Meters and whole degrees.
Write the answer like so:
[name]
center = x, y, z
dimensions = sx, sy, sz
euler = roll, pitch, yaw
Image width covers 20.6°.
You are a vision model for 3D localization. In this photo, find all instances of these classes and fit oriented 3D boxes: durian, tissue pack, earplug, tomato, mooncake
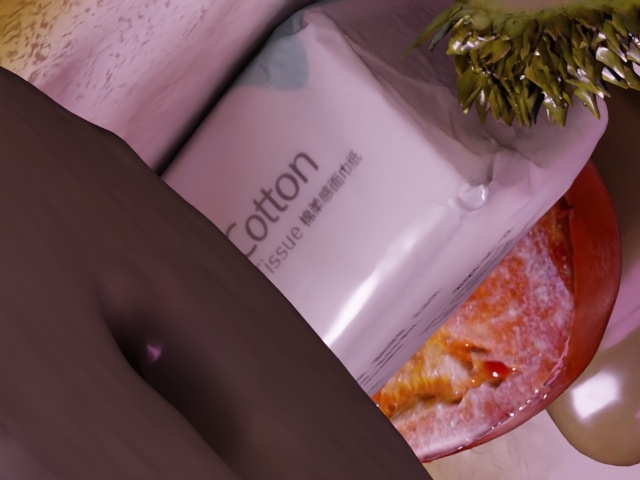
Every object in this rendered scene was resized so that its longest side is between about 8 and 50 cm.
[durian]
center = 0.186, -0.215, 1.002
dimensions = 0.351, 0.169, 0.158
euler = -61, -168, 1
[tissue pack]
center = -0.001, -0.001, 1.185
dimensions = 0.356, 0.194, 0.266
euler = -50, 171, 28
[earplug]
center = -0.168, 0.171, 0.596
dimensions = 0.394, 0.312, 0.312
euler = -46, 175, 12
[tomato]
center = 0.106, 0.019, 1.374
dimensions = 0.144, 0.338, 0.338
euler = 7, 133, -46
[mooncake]
center = 0.242, -0.023, 1.654
dimensions = 0.262, 0.467, 0.467
euler = -42, 176, 15

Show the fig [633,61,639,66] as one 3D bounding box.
[fig]
center = 0.380, -0.256, 1.552
dimensions = 0.316, 0.316, 0.316
euler = -45, 175, -5
